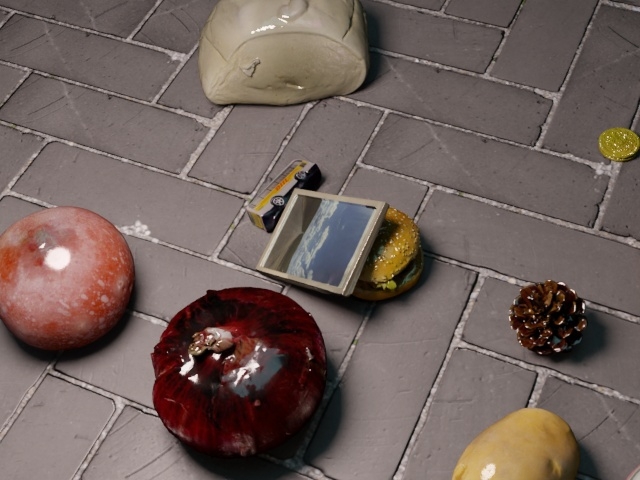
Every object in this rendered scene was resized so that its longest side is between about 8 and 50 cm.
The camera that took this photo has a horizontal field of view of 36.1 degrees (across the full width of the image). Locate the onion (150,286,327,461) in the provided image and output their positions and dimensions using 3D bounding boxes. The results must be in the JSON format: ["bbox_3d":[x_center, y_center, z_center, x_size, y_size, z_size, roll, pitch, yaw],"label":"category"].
[{"bbox_3d":[-0.137,0.205,1.644,0.314,0.232,0.313,-4,52,5],"label":"onion"}]

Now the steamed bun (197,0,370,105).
[{"bbox_3d":[-0.085,-0.450,2.139,0.384,0.236,0.247,-5,51,1],"label":"steamed bun"}]

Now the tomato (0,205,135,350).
[{"bbox_3d":[-0.474,0.058,1.794,0.270,0.227,0.270,-1,55,2],"label":"tomato"}]

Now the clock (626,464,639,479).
[{"bbox_3d":[0.582,0.436,1.512,0.245,0.056,0.244,-3,53,4],"label":"clock"}]

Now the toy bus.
[{"bbox_3d":[-0.073,-0.094,1.979,0.072,0.057,0.172,23,58,32],"label":"toy bus"}]

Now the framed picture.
[{"bbox_3d":[0.000,0.000,1.821,0.260,0.023,0.189,13,73,48],"label":"framed picture"}]

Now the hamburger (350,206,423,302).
[{"bbox_3d":[0.108,0.013,1.845,0.182,0.118,0.191,36,60,26],"label":"hamburger"}]

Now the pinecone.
[{"bbox_3d":[0.400,0.133,1.719,0.140,0.121,0.140,-9,63,17],"label":"pinecone"}]

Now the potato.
[{"bbox_3d":[0.314,0.360,1.553,0.234,0.146,0.150,-38,89,-22],"label":"potato"}]

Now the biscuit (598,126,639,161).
[{"bbox_3d":[0.613,-0.197,2.014,0.084,0.023,0.084,-4,53,5],"label":"biscuit"}]
